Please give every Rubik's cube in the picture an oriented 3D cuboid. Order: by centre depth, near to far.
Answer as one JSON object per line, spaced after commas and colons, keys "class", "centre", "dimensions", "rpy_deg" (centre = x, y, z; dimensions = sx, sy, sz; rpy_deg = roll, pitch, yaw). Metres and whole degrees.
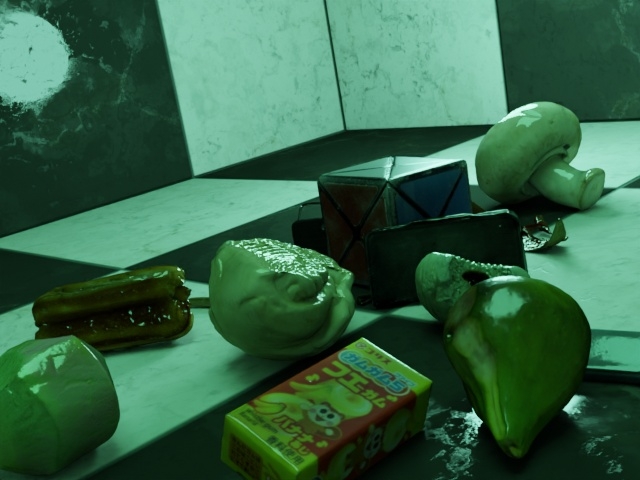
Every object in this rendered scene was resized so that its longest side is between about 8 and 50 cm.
{"class": "Rubik's cube", "centre": [0.174, -0.045, 1.912], "dimensions": [0.260, 0.259, 0.255], "rpy_deg": [-16, 16, -35]}

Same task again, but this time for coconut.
{"class": "coconut", "centre": [-0.414, 0.245, 1.299], "dimensions": [0.204, 0.236, 0.236], "rpy_deg": [34, 32, 17]}

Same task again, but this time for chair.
{"class": "chair", "centre": [0.000, 0.000, 2.088], "dimensions": [0.145, 0.140, 0.221], "rpy_deg": [-5, 18, 18]}

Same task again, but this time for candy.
{"class": "candy", "centre": [0.014, 0.245, 1.150], "dimensions": [0.276, 0.088, 0.146], "rpy_deg": [-21, 39, -41]}

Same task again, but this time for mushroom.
{"class": "mushroom", "centre": [0.579, -0.239, 2.281], "dimensions": [0.315, 0.315, 0.356], "rpy_deg": [-17, 4, -25]}

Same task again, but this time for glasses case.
{"class": "glasses case", "centre": [0.383, 0.171, 1.332], "dimensions": [0.266, 0.056, 0.105], "rpy_deg": [0, 17, 33]}

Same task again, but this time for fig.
{"class": "fig", "centre": [0.269, 0.188, 1.165], "dimensions": [0.206, 0.206, 0.275], "rpy_deg": [-6, 43, 16]}

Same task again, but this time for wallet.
{"class": "wallet", "centre": [0.252, 0.037, 1.714], "dimensions": [0.318, 0.172, 0.045], "rpy_deg": [-8, 0, 10]}

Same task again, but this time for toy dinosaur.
{"class": "toy dinosaur", "centre": [0.456, -0.041, 1.985], "dimensions": [0.206, 0.113, 0.327], "rpy_deg": [-9, 16, 2]}

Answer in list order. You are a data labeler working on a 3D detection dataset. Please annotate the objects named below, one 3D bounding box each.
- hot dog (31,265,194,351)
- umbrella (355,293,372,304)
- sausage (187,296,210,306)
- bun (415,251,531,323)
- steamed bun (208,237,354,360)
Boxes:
{"class": "hot dog", "centre": [-0.429, 0.152, 1.772], "dimensions": [0.348, 0.158, 0.117], "rpy_deg": [-12, -4, 6]}
{"class": "umbrella", "centre": [0.104, 0.121, 1.786], "dimensions": [0.083, 0.020, 0.031], "rpy_deg": [-17, -23, -25]}
{"class": "sausage", "centre": [-0.253, 0.140, 1.933], "dimensions": [0.132, 0.024, 0.024], "rpy_deg": [-1, 17, 28]}
{"class": "bun", "centre": [0.274, 0.097, 1.546], "dimensions": [0.212, 0.126, 0.204], "rpy_deg": [6, -5, 31]}
{"class": "steamed bun", "centre": [-0.080, 0.122, 1.553], "dimensions": [0.276, 0.203, 0.289], "rpy_deg": [13, 11, -16]}
